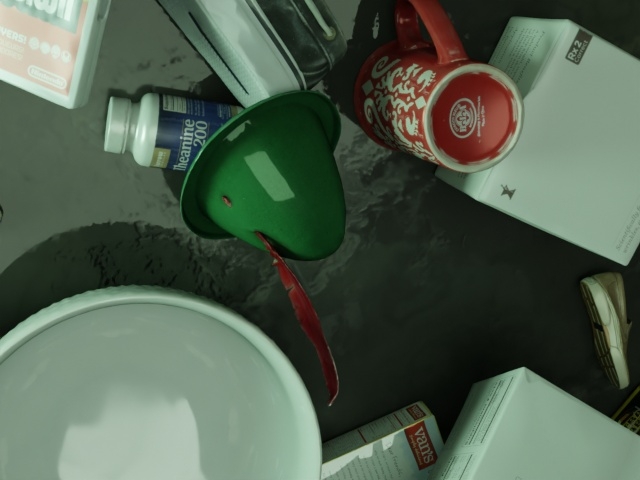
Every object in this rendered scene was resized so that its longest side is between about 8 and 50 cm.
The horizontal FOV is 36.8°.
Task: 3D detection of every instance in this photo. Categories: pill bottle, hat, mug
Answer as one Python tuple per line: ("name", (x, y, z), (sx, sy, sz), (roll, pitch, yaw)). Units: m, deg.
("pill bottle", (-0.131, -0.097, 0.868), (0.120, 0.067, 0.067), (7, 103, -16))
("hat", (0.000, 0.000, 0.838), (0.173, 0.208, 0.183), (-38, 66, -3))
("mug", (0.096, -0.134, 0.861), (0.113, 0.169, 0.150), (-38, 111, -1))

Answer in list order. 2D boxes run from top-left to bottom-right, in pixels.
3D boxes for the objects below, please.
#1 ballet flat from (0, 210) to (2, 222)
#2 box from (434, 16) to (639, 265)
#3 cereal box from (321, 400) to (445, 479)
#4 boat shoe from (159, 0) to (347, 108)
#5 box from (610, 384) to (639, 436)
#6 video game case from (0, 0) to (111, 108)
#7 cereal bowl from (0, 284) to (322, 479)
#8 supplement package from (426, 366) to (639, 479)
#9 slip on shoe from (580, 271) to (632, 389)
("ballet flat", (-0.340, -0.030, 0.848), (0.114, 0.041, 0.041), (20, 99, -19))
("box", (0.241, -0.098, 0.935), (0.181, 0.119, 0.181), (23, 99, -19))
("cereal box", (0.033, 0.296, 1.028), (0.240, 0.047, 0.173), (-22, 108, -8))
("boat shoe", (-0.098, -0.265, 0.818), (0.119, 0.121, 0.335), (-42, 114, -19))
("box", (0.413, 0.358, 1.128), (0.322, 0.079, 0.257), (37, 95, -20))
("video game case", (-0.242, -0.269, 0.738), (0.204, 0.025, 0.285), (23, 112, 10))
("cereal bowl", (-0.178, 0.199, 0.889), (0.338, 0.141, 0.339), (-3, 99, -18))
("supplement package", (0.200, 0.292, 0.928), (0.204, 0.145, 0.262), (31, 72, -2))
("slip on shoe", (0.321, 0.098, 1.048), (0.041, 0.051, 0.135), (-21, 101, -5))
